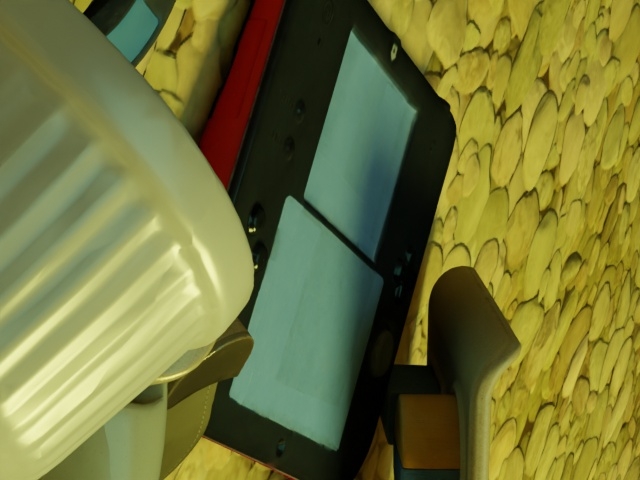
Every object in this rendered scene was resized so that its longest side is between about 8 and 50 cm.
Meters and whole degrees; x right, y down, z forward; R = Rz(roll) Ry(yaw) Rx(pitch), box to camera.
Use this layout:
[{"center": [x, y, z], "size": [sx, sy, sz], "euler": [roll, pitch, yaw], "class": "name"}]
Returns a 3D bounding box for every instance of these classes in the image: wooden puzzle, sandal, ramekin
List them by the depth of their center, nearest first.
[{"center": [-0.169, -0.019, 0.670], "size": [0.127, 0.273, 0.273], "euler": [-51, 150, -20], "class": "ramekin"}, {"center": [-0.114, 0.089, 1.069], "size": [0.088, 0.079, 0.240], "euler": [-23, 160, -36], "class": "sandal"}, {"center": [0.089, 0.215, 1.464], "size": [0.322, 0.080, 0.348], "euler": [-100, -165, -79], "class": "wooden puzzle"}]

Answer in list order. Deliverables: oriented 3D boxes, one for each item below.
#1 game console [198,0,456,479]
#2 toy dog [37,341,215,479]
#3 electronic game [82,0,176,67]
[{"center": [0.000, 0.000, 1.298], "size": [0.342, 0.060, 0.386], "euler": [-70, 157, -10], "class": "game console"}, {"center": [-0.158, 0.128, 0.887], "size": [0.220, 0.161, 0.334], "euler": [-45, -139, 49], "class": "toy dog"}, {"center": [-0.132, -0.173, 0.880], "size": [0.229, 0.048, 0.229], "euler": [-30, 126, -51], "class": "electronic game"}]
